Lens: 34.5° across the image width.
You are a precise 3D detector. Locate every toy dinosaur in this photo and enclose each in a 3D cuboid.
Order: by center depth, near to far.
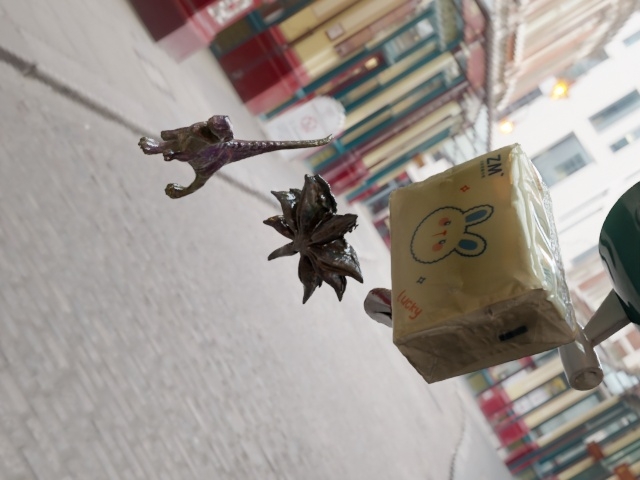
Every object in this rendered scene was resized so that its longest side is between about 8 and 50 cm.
[{"bbox_3d":[-0.126,-0.116,1.375,0.251,0.200,0.072,22,56,-56],"label":"toy dinosaur"}]

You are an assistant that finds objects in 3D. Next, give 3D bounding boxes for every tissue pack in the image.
[{"bbox_3d":[0.142,0.017,0.947,0.092,0.148,0.196,53,26,-36],"label":"tissue pack"}]

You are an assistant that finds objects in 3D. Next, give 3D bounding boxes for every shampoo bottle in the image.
[{"bbox_3d":[0.135,0.120,1.748,0.067,0.068,0.236,52,-12,-12],"label":"shampoo bottle"}]

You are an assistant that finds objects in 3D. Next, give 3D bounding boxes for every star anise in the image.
[{"bbox_3d":[0.000,0.000,1.419,0.181,0.061,0.204,9,-60,45],"label":"star anise"}]

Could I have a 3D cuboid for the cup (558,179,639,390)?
[{"bbox_3d":[0.340,0.045,0.884,0.167,0.300,0.173,44,24,-31],"label":"cup"}]
